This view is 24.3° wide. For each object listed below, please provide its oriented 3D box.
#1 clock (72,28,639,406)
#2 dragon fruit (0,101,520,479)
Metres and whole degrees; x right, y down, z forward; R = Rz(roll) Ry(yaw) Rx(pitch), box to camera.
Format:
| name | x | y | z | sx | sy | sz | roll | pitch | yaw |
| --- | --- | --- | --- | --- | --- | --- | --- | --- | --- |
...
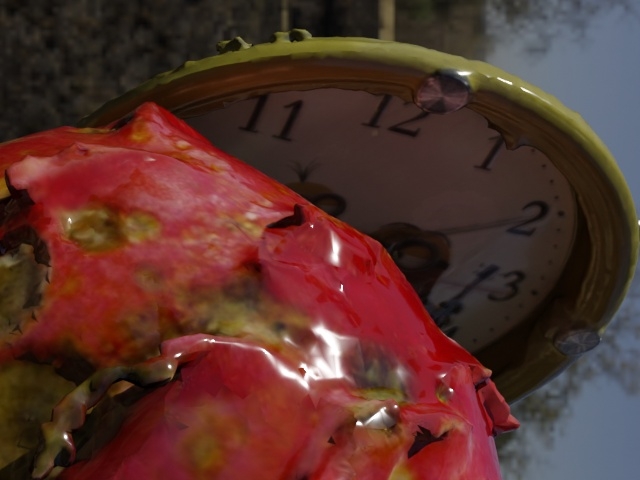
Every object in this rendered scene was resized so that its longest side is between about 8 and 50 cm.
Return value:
| name | x | y | z | sx | sy | sz | roll | pitch | yaw |
| --- | --- | --- | --- | --- | --- | --- | --- | --- | --- |
| clock | 0.000 | 0.000 | 0.563 | 0.237 | 0.237 | 0.057 | 86 | 1 | -50 |
| dragon fruit | -0.064 | 0.060 | 0.431 | 0.210 | 0.268 | 0.205 | -44 | 157 | -39 |
